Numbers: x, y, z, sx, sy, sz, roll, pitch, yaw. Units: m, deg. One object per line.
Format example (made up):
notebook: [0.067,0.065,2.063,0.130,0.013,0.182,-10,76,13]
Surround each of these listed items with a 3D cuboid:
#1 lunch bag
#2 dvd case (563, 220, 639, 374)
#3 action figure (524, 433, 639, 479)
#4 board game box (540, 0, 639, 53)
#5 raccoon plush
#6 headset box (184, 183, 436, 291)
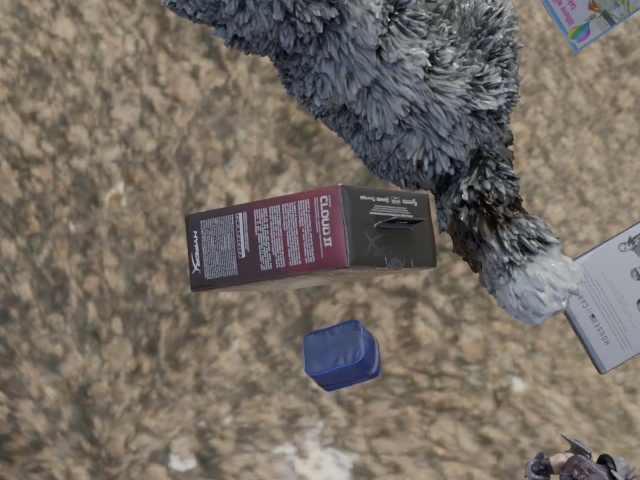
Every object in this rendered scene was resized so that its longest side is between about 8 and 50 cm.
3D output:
lunch bag: [0.025,0.151,1.537,0.098,0.065,0.067,-18,53,21]
dvd case: [0.499,0.077,1.912,0.238,0.029,0.179,-29,86,-4]
action figure: [0.295,0.352,1.568,0.285,0.185,0.099,-24,112,-18]
board game box: [0.223,-0.237,1.011,0.103,0.154,0.026,-34,48,12]
raccoon plush: [0.062,-0.145,1.081,0.216,0.299,0.446,-52,55,21]
headset box: [0.000,0.000,1.617,0.218,0.293,0.110,2,80,-53]
